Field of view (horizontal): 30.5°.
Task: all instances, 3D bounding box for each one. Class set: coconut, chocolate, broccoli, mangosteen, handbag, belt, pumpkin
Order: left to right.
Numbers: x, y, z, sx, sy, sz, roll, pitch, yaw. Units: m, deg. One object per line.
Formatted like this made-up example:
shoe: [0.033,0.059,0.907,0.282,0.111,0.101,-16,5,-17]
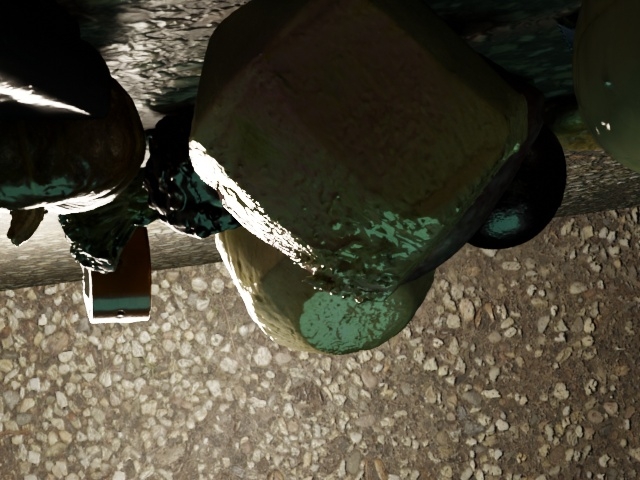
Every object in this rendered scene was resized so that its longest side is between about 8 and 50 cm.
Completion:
handbag: [-0.295,-0.132,0.832,0.244,0.088,0.275,-6,178,8]
pumpkin: [-0.268,-0.076,1.066,0.219,0.162,0.219,-3,176,0]
belt: [-0.308,0.024,1.748,0.105,0.184,0.261,-6,-158,-15]
broccoli: [-0.201,-0.062,1.548,0.304,0.145,0.165,-20,178,4]
chocolate: [-0.139,-0.095,1.331,0.156,0.156,0.133,-8,145,4]
coconut: [0.000,0.000,1.657,0.329,0.328,0.329,-7,175,-1]
coconut: [0.014,-0.092,0.925,0.233,0.245,0.233,-50,176,-5]
mangosteen: [0.207,-0.088,1.541,0.230,0.194,0.194,13,172,-7]

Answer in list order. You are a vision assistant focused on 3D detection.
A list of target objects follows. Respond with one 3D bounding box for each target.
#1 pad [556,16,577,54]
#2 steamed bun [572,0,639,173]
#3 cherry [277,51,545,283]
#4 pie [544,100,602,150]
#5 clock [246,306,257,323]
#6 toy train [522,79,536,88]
pad: [0.378,-0.153,1.197,0.270,0.012,0.269,25,-175,20]
steamed bun: [0.303,-0.155,0.651,0.334,0.233,0.312,5,172,-27]
cherry: [0.077,-0.081,1.140,0.300,0.230,0.203,-28,123,21]
pie: [0.392,-0.169,1.570,0.185,0.052,0.218,4,166,-41]
clock: [-0.073,0.037,1.913,0.094,0.274,0.223,-5,172,-17]
toy train: [0.170,-0.148,1.404,0.178,0.071,0.104,-13,-177,33]
